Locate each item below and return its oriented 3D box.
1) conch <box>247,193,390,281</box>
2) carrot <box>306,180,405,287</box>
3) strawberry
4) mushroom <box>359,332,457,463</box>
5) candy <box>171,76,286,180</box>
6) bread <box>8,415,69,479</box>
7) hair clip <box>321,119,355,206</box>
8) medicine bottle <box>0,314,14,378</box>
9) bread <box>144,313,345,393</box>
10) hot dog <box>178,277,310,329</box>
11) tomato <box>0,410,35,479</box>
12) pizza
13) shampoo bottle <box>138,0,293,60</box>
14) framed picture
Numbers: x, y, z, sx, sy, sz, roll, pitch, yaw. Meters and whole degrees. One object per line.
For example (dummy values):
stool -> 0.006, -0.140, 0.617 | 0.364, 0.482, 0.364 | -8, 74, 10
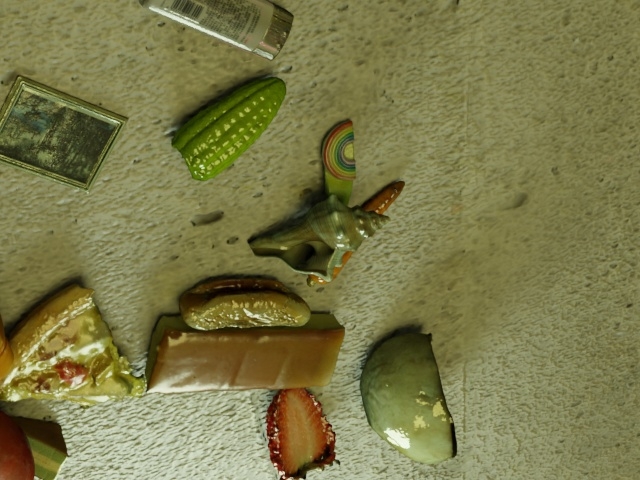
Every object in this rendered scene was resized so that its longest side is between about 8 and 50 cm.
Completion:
conch -> 0.012, 0.003, 1.787 | 0.234, 0.137, 0.114 | -36, 160, 23
carrot -> 0.060, -0.015, 1.858 | 0.257, 0.061, 0.061 | -48, 129, 5
strawberry -> -0.048, 0.371, 2.052 | 0.167, 0.087, 0.208 | -16, 103, -41
mushroom -> 0.169, 0.331, 2.055 | 0.164, 0.189, 0.267 | -10, 128, -3
candy -> -0.137, -0.184, 1.629 | 0.209, 0.097, 0.097 | -40, 130, -5
bread -> -0.519, 0.360, 1.798 | 0.139, 0.084, 0.074 | 19, 113, -33
hair clip -> 0.030, -0.115, 1.790 | 0.060, 0.033, 0.188 | -11, 125, -17
medicine bottle -> -0.552, 0.115, 1.577 | 0.112, 0.149, 0.222 | -20, 127, -12
bread -> -0.139, 0.203, 1.887 | 0.361, 0.077, 0.138 | 2, 121, -27
hot dog -> -0.128, 0.109, 1.827 | 0.242, 0.084, 0.073 | 1, 121, -25
tomato -> -0.536, 0.354, 1.712 | 0.112, 0.199, 0.228 | -14, 134, -18
pizza -> -0.401, 0.210, 1.764 | 0.287, 0.075, 0.280 | 30, 105, -37
shampoo bottle -> -0.151, -0.343, 1.536 | 0.227, 0.056, 0.086 | 17, 110, -34
framed picture -> -0.400, -0.155, 1.565 | 0.183, 0.011, 0.142 | 20, 110, -35
